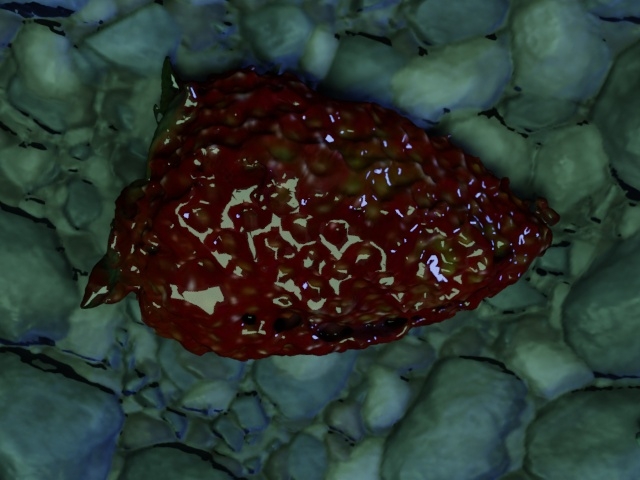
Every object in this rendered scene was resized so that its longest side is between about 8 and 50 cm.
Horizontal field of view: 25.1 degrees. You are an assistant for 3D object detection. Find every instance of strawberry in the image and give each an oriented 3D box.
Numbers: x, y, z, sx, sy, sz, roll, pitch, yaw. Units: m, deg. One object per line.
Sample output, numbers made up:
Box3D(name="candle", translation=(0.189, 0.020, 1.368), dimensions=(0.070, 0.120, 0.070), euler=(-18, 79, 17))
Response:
Box3D(name="strawberry", translation=(0.001, 0.014, 0.760), dimensions=(0.228, 0.098, 0.174), euler=(19, 121, -7))

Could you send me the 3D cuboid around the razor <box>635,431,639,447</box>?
Box3D(name="razor", translation=(0.310, 0.070, 0.807), dimensions=(0.278, 0.056, 0.111), euler=(-22, 157, 23))
